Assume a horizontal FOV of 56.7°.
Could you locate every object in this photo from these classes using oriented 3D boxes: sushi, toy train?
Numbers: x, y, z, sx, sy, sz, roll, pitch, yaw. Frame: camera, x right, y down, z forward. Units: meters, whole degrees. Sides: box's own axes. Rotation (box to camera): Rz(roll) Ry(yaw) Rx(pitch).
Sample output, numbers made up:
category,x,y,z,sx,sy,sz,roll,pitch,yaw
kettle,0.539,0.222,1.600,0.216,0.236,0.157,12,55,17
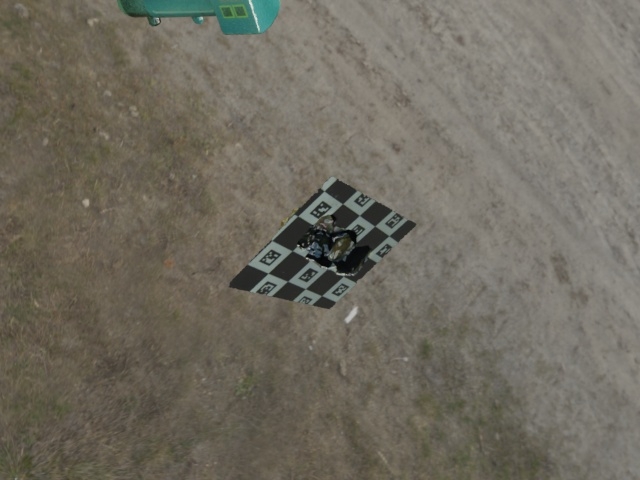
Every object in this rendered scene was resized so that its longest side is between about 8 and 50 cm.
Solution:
category,x,y,z,sx,sy,sz,roll,pitch,yaw
sushi,0.000,0.000,0.795,0.215,0.192,0.050,22,28,-50
toy train,-0.222,-0.425,0.948,0.298,0.194,0.120,7,54,23
